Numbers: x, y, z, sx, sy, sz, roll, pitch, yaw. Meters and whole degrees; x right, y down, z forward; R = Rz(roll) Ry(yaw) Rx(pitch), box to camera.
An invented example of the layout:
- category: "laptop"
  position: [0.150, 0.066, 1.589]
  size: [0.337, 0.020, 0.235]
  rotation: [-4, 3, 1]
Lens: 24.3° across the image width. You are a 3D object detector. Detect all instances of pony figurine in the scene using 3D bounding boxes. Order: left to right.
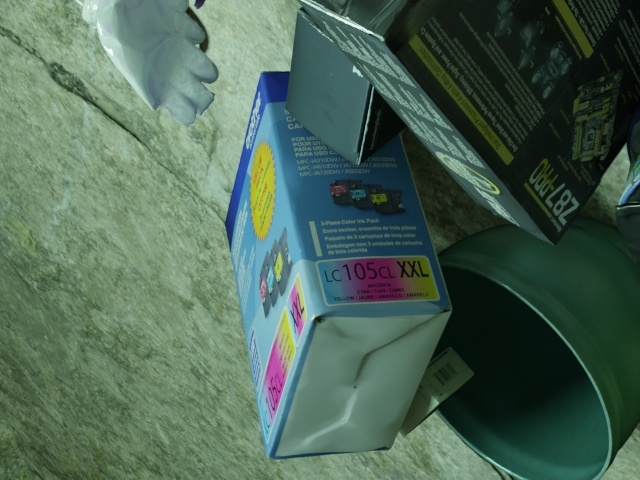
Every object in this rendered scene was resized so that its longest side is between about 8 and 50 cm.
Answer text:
- category: "pony figurine"
  position: [-0.179, -0.351, 1.638]
  size: [0.351, 0.303, 0.363]
  rotation: [42, -174, -34]

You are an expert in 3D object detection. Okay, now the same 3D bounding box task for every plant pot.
- category: "plant pot"
  position: [0.250, 0.095, 1.604]
  size: [0.293, 0.196, 0.293]
  rotation: [34, 145, 28]

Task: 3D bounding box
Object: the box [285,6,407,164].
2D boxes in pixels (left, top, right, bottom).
- category: "box"
  position: [0.075, -0.203, 1.512]
  size: [0.108, 0.207, 0.153]
  rotation: [40, 148, 20]

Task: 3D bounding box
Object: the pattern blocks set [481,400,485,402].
- category: "pattern blocks set"
  position: [0.123, 0.108, 1.840]
  size: [0.325, 0.026, 0.285]
  rotation: [55, 180, 33]

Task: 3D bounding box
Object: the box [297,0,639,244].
- category: "box"
  position: [0.177, -0.204, 1.109]
  size: [0.097, 0.318, 0.395]
  rotation: [31, 176, 32]

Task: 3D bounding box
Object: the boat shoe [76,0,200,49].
- category: "boat shoe"
  position: [-0.279, -0.317, 1.992]
  size: [0.277, 0.096, 0.098]
  rotation: [39, 148, 21]

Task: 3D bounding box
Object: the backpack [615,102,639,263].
- category: "backpack"
  position: [0.375, -0.052, 1.183]
  size: [0.263, 0.213, 0.276]
  rotation: [-18, 126, 25]

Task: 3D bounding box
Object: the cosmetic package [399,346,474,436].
- category: "cosmetic package"
  position: [0.115, 0.165, 1.611]
  size: [0.041, 0.060, 0.115]
  rotation: [49, 149, 9]

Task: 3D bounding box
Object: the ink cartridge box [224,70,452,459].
- category: "ink cartridge box"
  position: [0.000, 0.000, 1.616]
  size: [0.270, 0.151, 0.395]
  rotation: [108, 158, -48]
